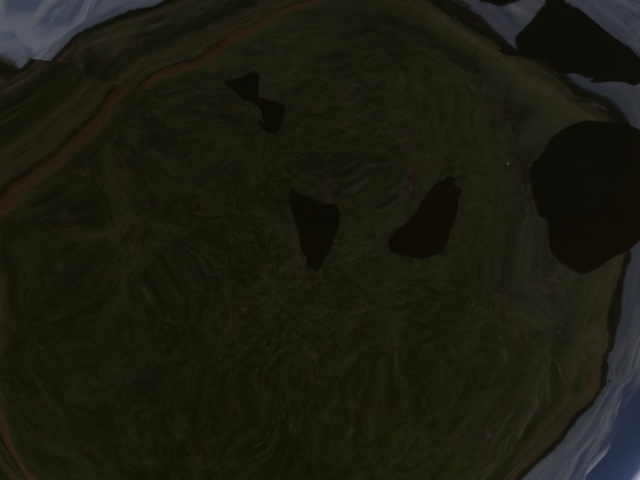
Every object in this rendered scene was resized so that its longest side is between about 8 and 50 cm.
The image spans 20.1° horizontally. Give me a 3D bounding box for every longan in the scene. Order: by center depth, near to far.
[{"bbox_3d":[0.000,0.000,0.482,0.248,0.248,0.248,9,-65,20],"label":"longan"}]
